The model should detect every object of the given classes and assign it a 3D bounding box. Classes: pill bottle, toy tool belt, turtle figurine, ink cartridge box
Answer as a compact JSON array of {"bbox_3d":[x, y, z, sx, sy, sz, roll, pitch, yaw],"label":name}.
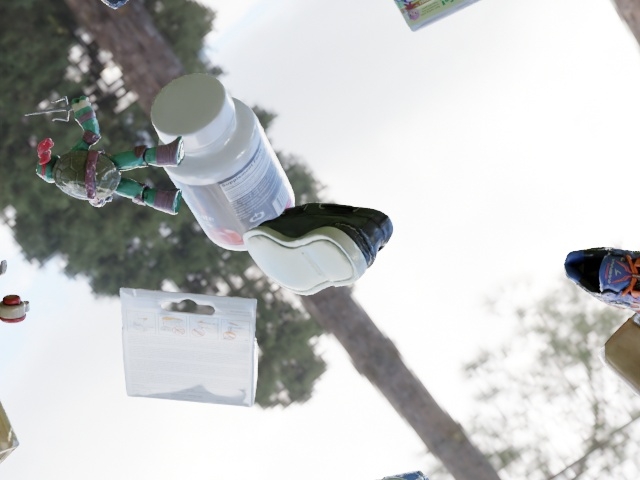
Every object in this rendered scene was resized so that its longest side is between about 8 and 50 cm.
[{"bbox_3d":[-0.169,-0.135,2.150,0.176,0.318,0.176,-9,-125,13],"label":"pill bottle"},{"bbox_3d":[-0.245,0.027,0.886,0.083,0.051,0.052,9,-161,12],"label":"toy tool belt"},{"bbox_3d":[-0.317,-0.105,1.820,0.234,0.175,0.118,9,-139,4],"label":"turtle figurine"},{"bbox_3d":[-0.140,0.105,1.359,0.145,0.179,0.045,5,-138,0],"label":"ink cartridge box"}]

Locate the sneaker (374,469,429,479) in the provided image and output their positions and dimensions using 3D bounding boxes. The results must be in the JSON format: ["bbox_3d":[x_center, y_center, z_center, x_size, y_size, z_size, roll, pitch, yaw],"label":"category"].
[{"bbox_3d":[0.055,0.343,1.669,0.211,0.080,0.081,-18,-131,-35],"label":"sneaker"}]

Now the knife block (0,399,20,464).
[{"bbox_3d":[-0.339,0.034,0.982,0.088,0.275,0.242,-43,-156,43],"label":"knife block"}]

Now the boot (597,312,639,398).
[{"bbox_3d":[0.421,0.210,1.437,0.089,0.269,0.236,-52,164,25],"label":"boot"}]

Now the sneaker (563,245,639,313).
[{"bbox_3d":[0.352,0.048,1.401,0.221,0.087,0.083,3,-101,61],"label":"sneaker"}]

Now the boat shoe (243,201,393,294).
[{"bbox_3d":[-0.002,-0.003,1.878,0.113,0.127,0.340,-41,-169,-22],"label":"boat shoe"}]

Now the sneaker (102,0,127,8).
[{"bbox_3d":[-0.247,-0.398,1.475,0.111,0.121,0.300,-36,160,-27],"label":"sneaker"}]

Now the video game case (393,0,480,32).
[{"bbox_3d":[0.138,-0.331,1.256,0.212,0.193,0.023,-23,-153,22],"label":"video game case"}]
